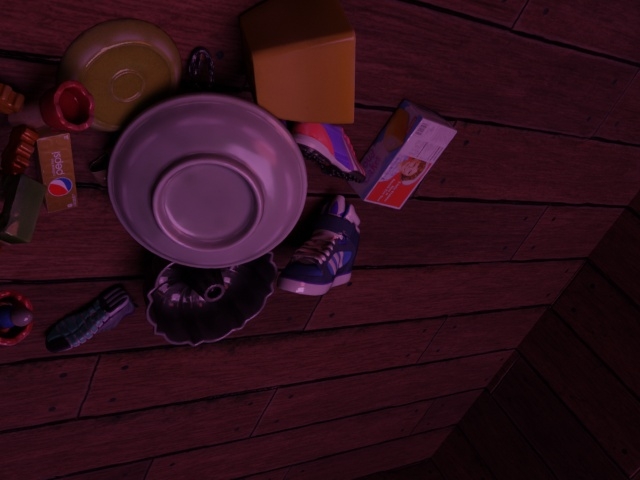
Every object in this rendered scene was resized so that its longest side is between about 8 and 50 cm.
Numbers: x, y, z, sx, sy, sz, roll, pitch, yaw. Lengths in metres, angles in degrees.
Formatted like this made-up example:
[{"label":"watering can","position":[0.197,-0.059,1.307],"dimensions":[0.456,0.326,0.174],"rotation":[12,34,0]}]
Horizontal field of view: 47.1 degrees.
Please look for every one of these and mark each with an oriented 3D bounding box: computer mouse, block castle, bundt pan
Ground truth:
[{"label":"computer mouse","position":[-0.265,-0.267,1.469],"dimensions":[0.071,0.041,0.242],"rotation":[14,109,-22]},{"label":"block castle","position":[-0.536,-0.093,1.114],"dimensions":[0.212,0.454,0.303],"rotation":[-2,157,32]},{"label":"bundt pan","position":[-0.275,0.088,1.742],"dimensions":[0.330,0.124,0.331],"rotation":[-21,136,-22]}]

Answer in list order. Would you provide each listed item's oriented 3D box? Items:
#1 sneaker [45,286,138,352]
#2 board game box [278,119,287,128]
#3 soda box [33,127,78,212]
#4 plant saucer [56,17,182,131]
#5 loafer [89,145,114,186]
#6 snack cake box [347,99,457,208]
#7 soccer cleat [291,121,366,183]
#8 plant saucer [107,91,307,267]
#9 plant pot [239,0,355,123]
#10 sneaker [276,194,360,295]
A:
[{"label":"sneaker","position":[-0.538,0.207,1.749],"dimensions":[0.223,0.083,0.098],"rotation":[-33,149,-6]},{"label":"board game box","position":[-0.229,-0.161,1.627],"dimensions":[0.346,0.056,0.208],"rotation":[-25,138,-15]},{"label":"soda box","position":[-0.510,-0.143,1.405],"dimensions":[0.061,0.058,0.181],"rotation":[-17,139,-26]},{"label":"plant saucer","position":[-0.366,-0.295,1.373],"dimensions":[0.240,0.037,0.241],"rotation":[-22,141,-19]},{"label":"loafer","position":[-0.402,-0.167,1.468],"dimensions":[0.148,0.056,0.050],"rotation":[-44,149,9]},{"label":"snack cake box","position":[0.209,-0.215,1.886],"dimensions":[0.152,0.089,0.264],"rotation":[9,125,-46]},{"label":"soccer cleat","position":[0.034,-0.221,1.735],"dimensions":[0.318,0.108,0.117],"rotation":[25,80,-59]},{"label":"plant saucer","position":[-0.221,-0.090,1.451],"dimensions":[0.400,0.101,0.401],"rotation":[-3,123,-5]},{"label":"plant pot","position":[-0.051,-0.357,1.436],"dimensions":[0.187,0.212,0.212],"rotation":[-11,139,-9]},{"label":"sneaker","position":[0.001,0.000,1.858],"dimensions":[0.322,0.130,0.236],"rotation":[-11,111,-62]}]
